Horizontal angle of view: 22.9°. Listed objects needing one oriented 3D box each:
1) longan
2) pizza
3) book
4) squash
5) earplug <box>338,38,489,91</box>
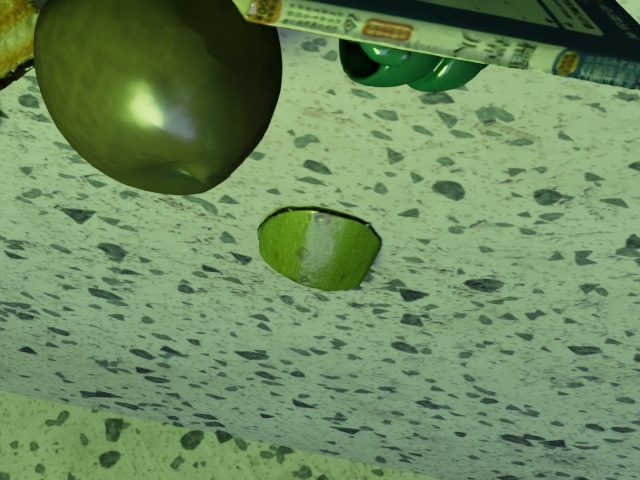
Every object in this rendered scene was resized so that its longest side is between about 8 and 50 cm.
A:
[{"bbox_3d":[-0.174,-0.191,1.716,0.288,0.288,0.350,16,176,-10],"label":"longan"},{"bbox_3d":[-0.452,-0.247,1.834,0.074,0.251,0.288,41,168,32],"label":"pizza"},{"bbox_3d":[0.080,-0.246,1.389,0.427,0.300,0.039,7,124,-29],"label":"book"},{"bbox_3d":[-0.004,0.023,2.403,0.191,0.085,0.184,12,158,-6],"label":"squash"},{"bbox_3d":[0.091,-0.235,1.603,0.280,0.164,0.257,15,178,-35],"label":"earplug"}]
